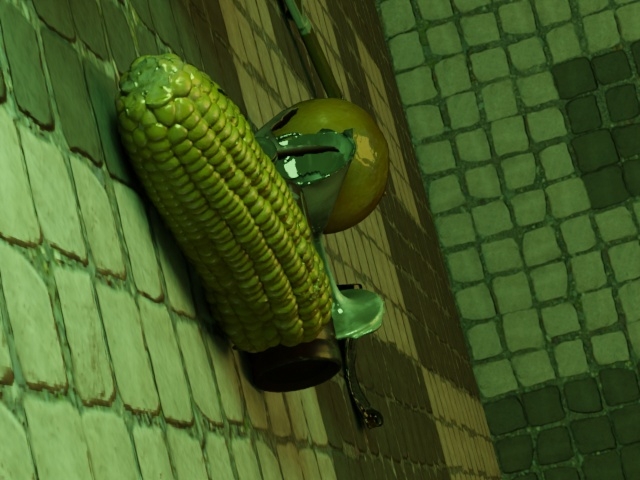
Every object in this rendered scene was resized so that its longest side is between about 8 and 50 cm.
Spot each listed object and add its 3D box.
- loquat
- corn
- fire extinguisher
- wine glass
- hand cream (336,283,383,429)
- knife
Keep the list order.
[{"bbox_3d":[0.005,-0.074,1.691,0.141,0.141,0.141,-16,90,-82],"label":"loquat"},{"bbox_3d":[-0.069,-0.023,1.229,0.101,0.101,0.292,-98,167,-44],"label":"corn"},{"bbox_3d":[-0.030,0.000,1.433,0.106,0.075,0.252,8,58,-37],"label":"fire extinguisher"},{"bbox_3d":[0.000,0.000,1.582,0.122,0.122,0.183,-90,164,-62],"label":"wine glass"},{"bbox_3d":[0.040,0.128,1.887,0.062,0.039,0.163,31,50,-81],"label":"hand cream"},{"bbox_3d":[-0.035,-0.304,2.213,0.061,0.027,0.343,-92,161,-47],"label":"knife"}]
